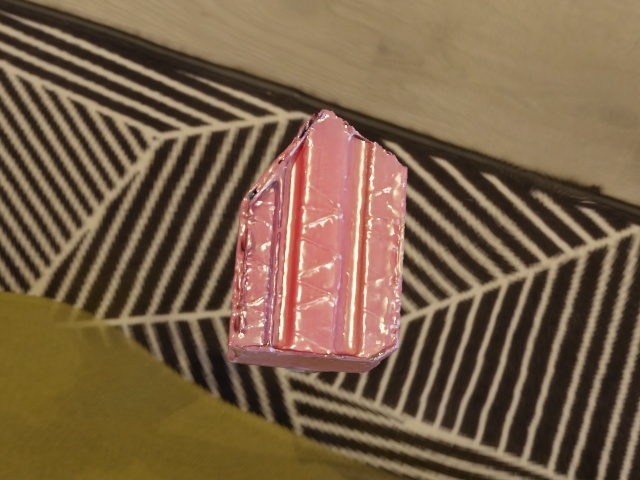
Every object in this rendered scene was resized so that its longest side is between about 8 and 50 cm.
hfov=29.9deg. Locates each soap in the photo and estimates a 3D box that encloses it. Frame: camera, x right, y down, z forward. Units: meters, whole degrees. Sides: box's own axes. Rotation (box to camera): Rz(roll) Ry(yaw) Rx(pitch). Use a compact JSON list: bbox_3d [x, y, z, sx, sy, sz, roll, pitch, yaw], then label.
[{"bbox_3d":[0.000,0.000,1.171,0.162,0.099,0.250,6,75,-3],"label":"soap"}]
